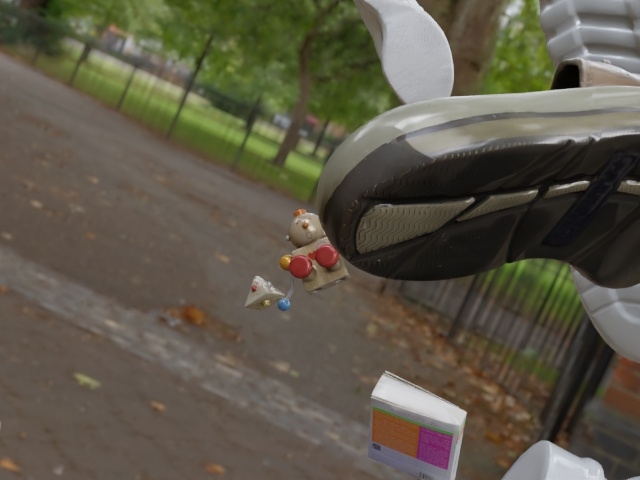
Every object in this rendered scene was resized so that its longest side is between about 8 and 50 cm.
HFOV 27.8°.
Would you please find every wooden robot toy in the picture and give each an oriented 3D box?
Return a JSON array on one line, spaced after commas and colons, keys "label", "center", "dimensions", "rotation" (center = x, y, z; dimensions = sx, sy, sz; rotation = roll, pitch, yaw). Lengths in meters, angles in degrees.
[{"label": "wooden robot toy", "center": [0.000, 0.000, 1.187], "dimensions": [0.076, 0.173, 0.079], "rotation": [60, 7, -69]}]

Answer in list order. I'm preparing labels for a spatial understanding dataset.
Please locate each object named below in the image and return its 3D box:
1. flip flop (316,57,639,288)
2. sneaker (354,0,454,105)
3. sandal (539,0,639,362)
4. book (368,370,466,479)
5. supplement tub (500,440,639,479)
[{"label": "flip flop", "center": [0.103, -0.037, 0.556], "dimensions": [0.277, 0.112, 0.080], "rotation": [-2, 49, -40]}, {"label": "sneaker", "center": [0.086, -0.244, 1.472], "dimensions": [0.212, 0.080, 0.094], "rotation": [64, 1, -7]}, {"label": "sandal", "center": [0.314, -0.088, 1.218], "dimensions": [0.169, 0.416, 0.102], "rotation": [-3, 14, 33]}, {"label": "book", "center": [0.099, 0.205, 1.353], "dimensions": [0.096, 0.035, 0.144], "rotation": [22, -34, 15]}, {"label": "supplement tub", "center": [0.214, 0.274, 0.692], "dimensions": [0.325, 0.235, 0.235], "rotation": [30, 4, 4]}]
